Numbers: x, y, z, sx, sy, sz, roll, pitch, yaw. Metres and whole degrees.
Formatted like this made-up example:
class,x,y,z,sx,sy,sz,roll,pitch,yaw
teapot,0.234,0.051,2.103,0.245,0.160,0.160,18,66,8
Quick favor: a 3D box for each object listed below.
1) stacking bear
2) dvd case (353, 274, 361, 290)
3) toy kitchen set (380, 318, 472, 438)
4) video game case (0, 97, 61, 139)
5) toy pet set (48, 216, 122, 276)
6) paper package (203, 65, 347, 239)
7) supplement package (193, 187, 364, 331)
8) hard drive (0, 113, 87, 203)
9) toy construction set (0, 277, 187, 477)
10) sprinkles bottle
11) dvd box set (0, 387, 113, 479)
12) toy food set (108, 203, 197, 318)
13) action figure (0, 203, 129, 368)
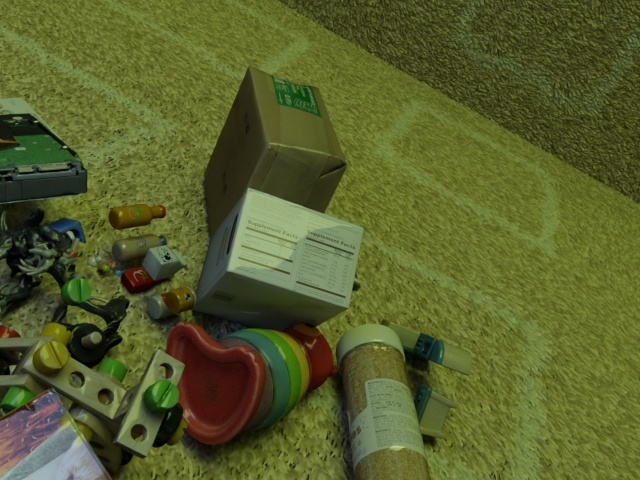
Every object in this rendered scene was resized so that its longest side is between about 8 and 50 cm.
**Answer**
class,x,y,z,sx,sy,sz,roll,pitch,yaw
stacking bear,-0.084,0.203,1.142,0.175,0.164,0.289,18,12,31
dvd case,0.000,0.000,1.576,0.164,0.018,0.221,29,28,-33
toy kitchen set,0.169,0.253,1.351,0.122,0.166,0.207,22,-4,-10
video game case,-0.632,-0.238,1.476,0.157,0.019,0.143,42,34,22
toy pet set,-0.402,0.003,1.229,0.114,0.065,0.122,13,-12,30
paper package,-0.103,-0.137,1.460,0.168,0.309,0.325,15,33,-23
supplement package,-0.080,0.050,1.228,0.204,0.262,0.145,19,66,-15
hard drive,-0.564,-0.143,1.233,0.237,0.064,0.339,-11,27,-35
toy construction set,-0.304,0.202,0.846,0.309,0.237,0.257,-36,99,-46
sprinkles bottle,0.101,0.297,1.177,0.121,0.121,0.355,17,34,-18
dvd box set,-0.343,0.363,0.617,0.420,0.062,0.307,-31,68,-26
toy food set,-0.274,0.042,1.264,0.104,0.111,0.232,-14,52,-48
action figure,-0.418,0.062,1.088,0.276,0.164,0.141,40,28,9
